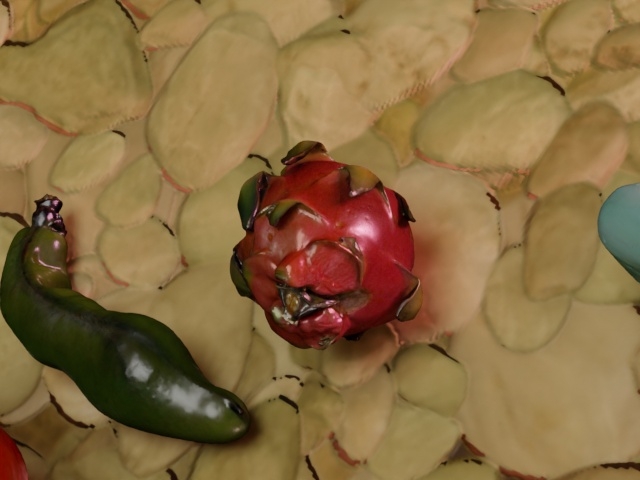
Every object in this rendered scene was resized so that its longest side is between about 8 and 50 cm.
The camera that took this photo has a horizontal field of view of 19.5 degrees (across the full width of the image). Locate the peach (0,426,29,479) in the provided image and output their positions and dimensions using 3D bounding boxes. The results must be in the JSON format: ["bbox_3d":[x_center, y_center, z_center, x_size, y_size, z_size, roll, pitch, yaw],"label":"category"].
[{"bbox_3d":[-0.233,0.155,0.814,0.196,0.190,0.226,24,72,26],"label":"peach"}]

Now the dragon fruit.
[{"bbox_3d":[0.000,0.001,0.826,0.081,0.086,0.116,-4,16,-8],"label":"dragon fruit"}]

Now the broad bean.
[{"bbox_3d":[-0.106,0.046,0.887,0.061,0.046,0.195,-49,49,3],"label":"broad bean"}]

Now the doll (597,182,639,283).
[{"bbox_3d":[0.184,0.015,0.713,0.159,0.059,0.158,-46,50,0],"label":"doll"}]
